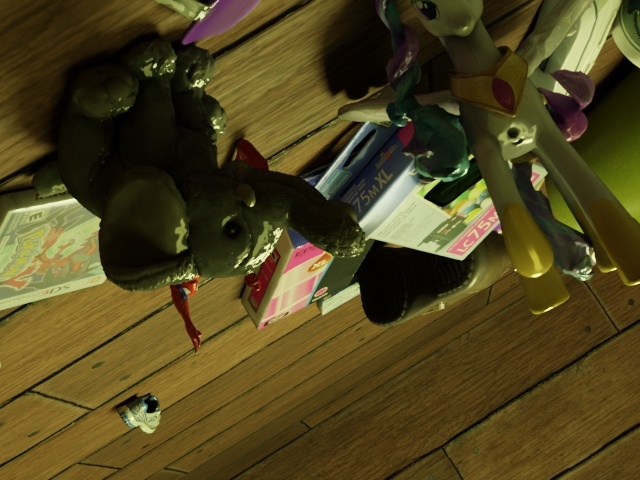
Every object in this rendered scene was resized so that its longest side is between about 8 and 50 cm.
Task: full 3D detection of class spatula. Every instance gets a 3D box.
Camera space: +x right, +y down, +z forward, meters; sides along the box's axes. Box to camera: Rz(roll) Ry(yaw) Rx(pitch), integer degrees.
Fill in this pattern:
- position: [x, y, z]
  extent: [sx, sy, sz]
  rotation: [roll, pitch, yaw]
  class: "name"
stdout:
- position: [-0.129, -0.176, 0.687]
  extent: [0.084, 0.030, 0.296]
  rotation: [-41, 162, 34]
  class: "spatula"

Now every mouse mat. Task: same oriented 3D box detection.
- position: [0.203, -0.102, 1.118]
  extent: [0.189, 0.007, 0.152]
  rotation: [-37, -173, 1]
  class: "mouse mat"

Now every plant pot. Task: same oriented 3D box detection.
- position: [0.575, -0.134, 1.600]
  extent: [0.366, 0.367, 0.353]
  rotation: [-18, 170, -39]
  class: "plant pot"

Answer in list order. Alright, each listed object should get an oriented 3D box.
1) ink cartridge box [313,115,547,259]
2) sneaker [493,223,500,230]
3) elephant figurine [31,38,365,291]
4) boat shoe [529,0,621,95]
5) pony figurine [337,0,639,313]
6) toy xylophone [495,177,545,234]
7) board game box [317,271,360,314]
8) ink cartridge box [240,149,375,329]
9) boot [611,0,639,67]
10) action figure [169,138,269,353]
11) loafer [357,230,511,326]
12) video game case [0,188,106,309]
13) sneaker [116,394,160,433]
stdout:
- position: [0.144, -0.074, 1.251]
  extent: [0.311, 0.065, 0.186]
  rotation: [15, 125, -45]
  class: "ink cartridge box"
- position: [0.206, -0.070, 1.481]
  extent: [0.146, 0.102, 0.293]
  rotation: [-33, 156, 2]
  class: "sneaker"
- position: [-0.107, -0.028, 0.779]
  extent: [0.169, 0.239, 0.186]
  rotation: [-25, 162, -25]
  class: "elephant figurine"
- position: [0.305, -0.226, 1.211]
  extent: [0.084, 0.095, 0.258]
  rotation: [-22, 162, -17]
  class: "boat shoe"
- position: [0.172, -0.121, 0.908]
  extent: [0.302, 0.364, 0.351]
  rotation: [-28, 176, 10]
  class: "pony figurine"
- position: [0.348, -0.015, 1.910]
  extent: [0.236, 0.081, 0.323]
  rotation: [-30, 163, -10]
  class: "toy xylophone"
- position: [0.037, 0.096, 1.772]
  extent: [0.090, 0.020, 0.090]
  rotation: [-30, 163, -10]
  class: "board game box"
- position: [0.000, 0.000, 1.370]
  extent: [0.175, 0.069, 0.371]
  rotation: [-25, 159, -24]
  class: "ink cartridge box"
- position: [0.399, -0.283, 1.155]
  extent: [0.086, 0.069, 0.190]
  rotation: [-55, -165, 42]
  class: "boot"
- position: [-0.115, 0.022, 1.103]
  extent: [0.091, 0.139, 0.280]
  rotation: [-22, 163, -28]
  class: "action figure"
- position: [0.185, 0.063, 1.585]
  extent: [0.130, 0.134, 0.366]
  rotation: [-4, 173, -29]
  class: "loafer"
- position: [-0.262, 0.005, 0.971]
  extent: [0.183, 0.023, 0.201]
  rotation: [-16, 157, -44]
  class: "video game case"
- position: [-0.300, 0.300, 1.693]
  extent: [0.058, 0.052, 0.135]
  rotation: [-37, 164, 1]
  class: "sneaker"
